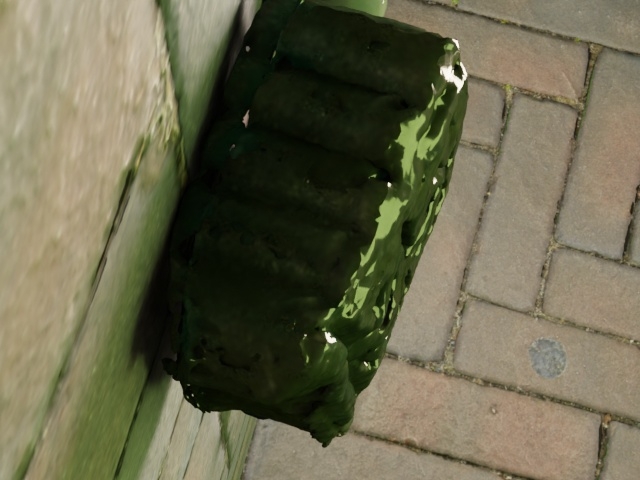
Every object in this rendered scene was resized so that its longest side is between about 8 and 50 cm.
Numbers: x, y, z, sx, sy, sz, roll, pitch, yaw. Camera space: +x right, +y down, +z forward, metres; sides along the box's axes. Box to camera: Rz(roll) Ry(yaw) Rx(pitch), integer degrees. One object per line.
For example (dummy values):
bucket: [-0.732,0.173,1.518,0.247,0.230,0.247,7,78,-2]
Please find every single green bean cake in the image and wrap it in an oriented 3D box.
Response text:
green bean cake: [0.000,0.000,0.637,0.241,0.132,0.255,81,28,-71]

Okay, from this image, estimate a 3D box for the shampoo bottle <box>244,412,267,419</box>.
shampoo bottle: [-0.048,0.077,1.307,0.134,0.078,0.360,-76,180,-51]

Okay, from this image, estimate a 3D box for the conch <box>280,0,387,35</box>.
conch: [0.001,-0.174,0.684,0.180,0.088,0.065,76,-3,-62]

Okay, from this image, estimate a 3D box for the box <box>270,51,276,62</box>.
box: [-0.006,-0.163,0.883,0.273,0.048,0.265,-41,147,-85]
